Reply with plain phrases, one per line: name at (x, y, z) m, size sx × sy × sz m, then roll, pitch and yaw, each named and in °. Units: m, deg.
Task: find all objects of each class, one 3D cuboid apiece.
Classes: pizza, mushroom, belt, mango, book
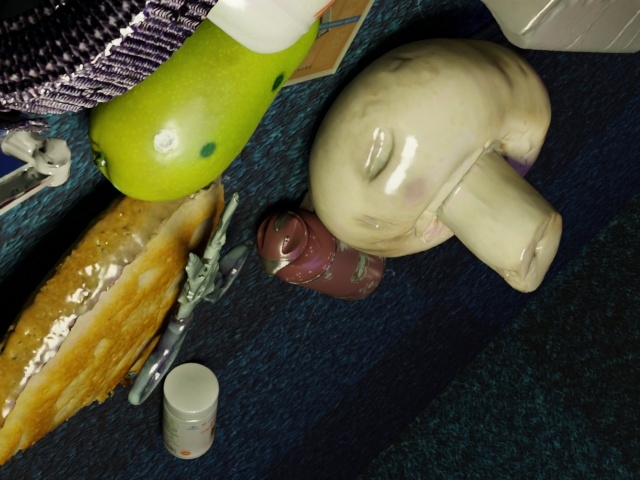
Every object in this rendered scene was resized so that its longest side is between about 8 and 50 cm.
pizza at (-0.269, 0.093, 1.663) m, size 0.440 × 0.130 × 0.406 m, roll -50°, pitch 170°, yaw -6°
mushroom at (0.168, -0.123, 1.831) m, size 0.353 × 0.353 × 0.325 m, roll 57°, pitch 50°, yaw -70°
belt at (-0.185, -0.238, 0.955) m, size 0.325 × 0.260 × 0.122 m, roll -50°, pitch 164°, yaw 14°
mango at (-0.114, -0.163, 1.410) m, size 0.293 × 0.143 × 0.175 m, roll -45°, pitch 155°, yaw -12°
book at (0.007, -0.273, 1.595) m, size 0.170 × 0.018 × 0.242 m, roll -22°, pitch 150°, yaw -45°

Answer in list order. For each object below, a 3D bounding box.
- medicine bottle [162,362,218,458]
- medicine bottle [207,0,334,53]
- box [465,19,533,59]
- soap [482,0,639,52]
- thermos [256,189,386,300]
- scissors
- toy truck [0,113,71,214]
medicine bottle at (-0.206, 0.270, 2.164) m, size 0.086 × 0.086 × 0.183 m, roll -34°, pitch 159°, yaw -24°
medicine bottle at (-0.025, -0.329, 1.098) m, size 0.302 × 0.241 × 0.241 m, roll -47°, pitch 160°, yaw 8°
box at (0.248, -0.267, 1.995) m, size 0.099 × 0.074 × 0.054 m, roll -34°, pitch 172°, yaw -24°
soap at (0.349, -0.413, 1.698) m, size 0.350 × 0.213 × 0.435 m, roll -54°, pitch 158°, yaw 23°
thermos at (0.004, 0.008, 2.007) m, size 0.136 × 0.109 × 0.330 m, roll -47°, pitch 159°, yaw 8°
scissors at (-0.145, 0.056, 1.628) m, size 0.256 × 0.029 × 0.383 m, roll -54°, pitch 176°, yaw -21°
toy truck at (-0.332, -0.054, 1.156) m, size 0.213 × 0.177 × 0.161 m, roll -35°, pitch 159°, yaw -25°
